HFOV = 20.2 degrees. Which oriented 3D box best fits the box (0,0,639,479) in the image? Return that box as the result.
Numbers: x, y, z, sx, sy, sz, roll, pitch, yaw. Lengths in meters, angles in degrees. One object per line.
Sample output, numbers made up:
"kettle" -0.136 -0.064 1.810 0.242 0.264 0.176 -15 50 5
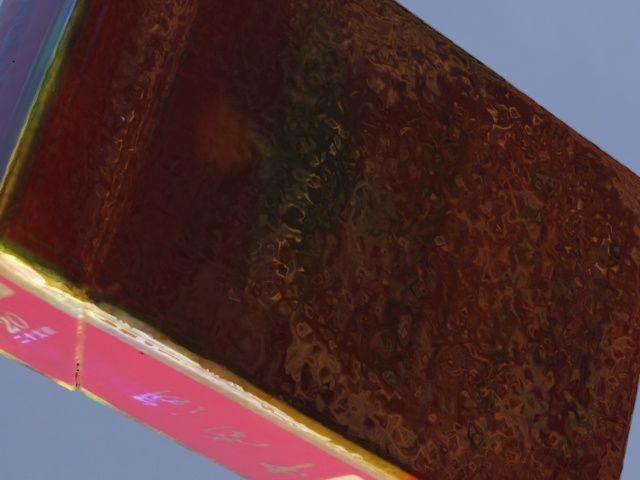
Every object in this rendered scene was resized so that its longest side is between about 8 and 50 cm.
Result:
"box" 0.001 0.000 0.748 0.313 0.089 0.197 33 -120 -28
